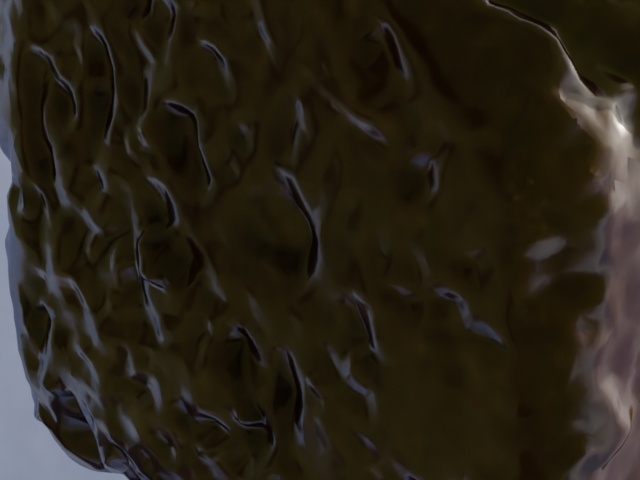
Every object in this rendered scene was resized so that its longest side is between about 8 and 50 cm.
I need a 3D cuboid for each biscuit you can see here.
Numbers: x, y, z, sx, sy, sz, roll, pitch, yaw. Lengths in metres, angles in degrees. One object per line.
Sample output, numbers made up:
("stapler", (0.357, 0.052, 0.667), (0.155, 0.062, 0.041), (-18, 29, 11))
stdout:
("biscuit", (0.000, 0.000, 0.672), (0.395, 0.166, 0.342), (14, -70, 40))
